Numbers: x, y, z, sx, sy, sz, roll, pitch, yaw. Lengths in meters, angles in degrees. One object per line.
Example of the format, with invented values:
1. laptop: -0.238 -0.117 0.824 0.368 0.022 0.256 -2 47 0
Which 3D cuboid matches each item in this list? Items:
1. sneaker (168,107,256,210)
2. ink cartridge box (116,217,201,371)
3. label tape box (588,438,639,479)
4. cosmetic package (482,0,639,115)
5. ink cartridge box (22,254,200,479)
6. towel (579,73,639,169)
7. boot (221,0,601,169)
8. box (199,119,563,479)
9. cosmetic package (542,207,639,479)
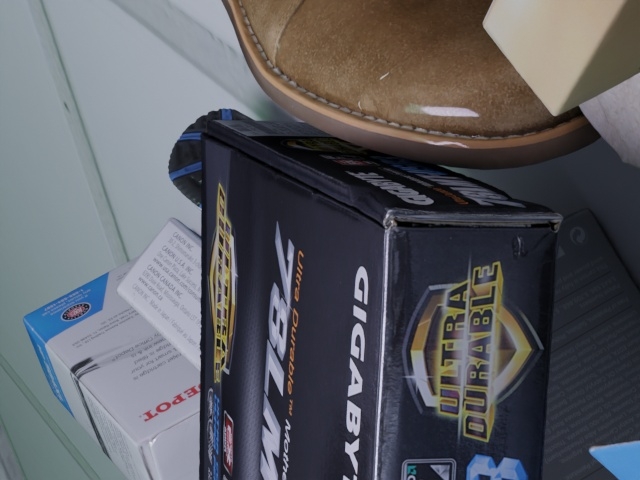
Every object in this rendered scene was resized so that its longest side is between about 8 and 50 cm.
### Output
1. sneaker: 0.000 0.000 1.031 0.211 0.080 0.081 46 180 37
2. ink cartridge box: 0.041 0.124 1.064 0.261 0.066 0.296 38 179 -40
3. label tape box: 0.216 0.192 0.480 0.333 0.106 0.240 40 162 -6
4. cosmetic package: 0.093 -0.088 0.514 0.041 0.060 0.115 55 161 15
5. ink cartridge box: -0.100 0.095 1.282 0.203 0.148 0.086 39 150 50
6. towel: 0.092 -0.155 0.585 0.282 0.049 0.187 60 159 2
7. boot: 0.012 -0.134 0.751 0.305 0.112 0.115 46 145 43
8. box: 0.007 0.109 0.742 0.293 0.073 0.296 -143 54 -73
9. cosmetic package: 0.123 0.120 0.807 0.238 0.107 0.127 62 159 10
